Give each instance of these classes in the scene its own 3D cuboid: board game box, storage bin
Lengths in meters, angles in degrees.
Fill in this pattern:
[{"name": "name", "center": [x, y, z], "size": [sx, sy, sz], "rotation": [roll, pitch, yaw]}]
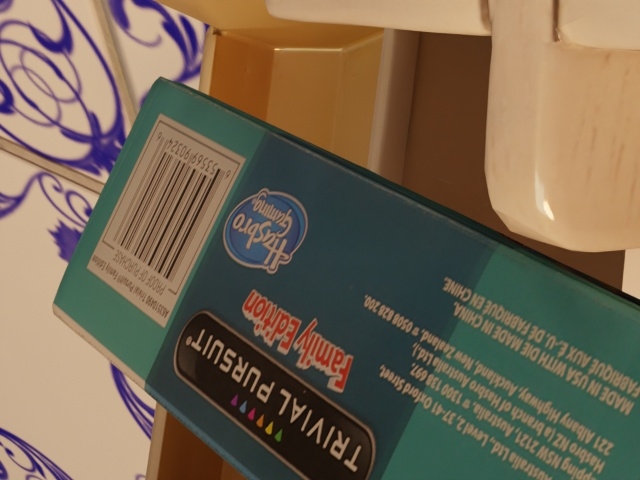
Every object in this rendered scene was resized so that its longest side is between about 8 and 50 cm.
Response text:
[{"name": "board game box", "center": [0.125, 0.077, 0.525], "size": [0.336, 0.079, 0.254], "rotation": [24, -177, -31]}, {"name": "storage bin", "center": [0.000, 0.000, 0.764], "size": [0.123, 0.262, 0.260], "rotation": [14, 165, -31]}]

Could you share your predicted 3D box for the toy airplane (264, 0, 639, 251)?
[{"name": "toy airplane", "center": [0.184, -0.087, 0.436], "size": [0.386, 0.272, 0.384], "rotation": [19, 178, 11]}]
